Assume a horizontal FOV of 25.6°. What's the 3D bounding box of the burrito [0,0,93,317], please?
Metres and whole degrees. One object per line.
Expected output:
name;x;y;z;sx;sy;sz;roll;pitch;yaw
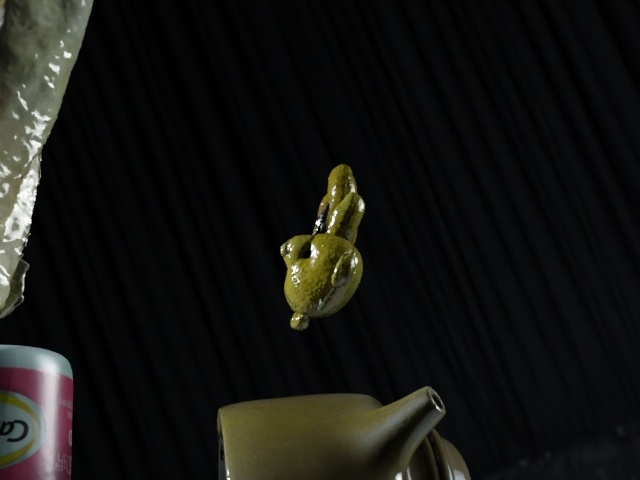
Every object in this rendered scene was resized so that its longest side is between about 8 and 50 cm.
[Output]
burrito;-0.278;-0.090;1.092;0.175;0.348;0.107;8;-12;24

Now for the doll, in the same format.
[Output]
doll;0.000;0.000;1.675;0.097;0.209;0.137;21;-47;-15

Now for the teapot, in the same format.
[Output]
teapot;0.028;0.194;0.845;0.175;0.185;0.268;-1;-55;-5

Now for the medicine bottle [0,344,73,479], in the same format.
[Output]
medicine bottle;-0.203;0.179;0.886;0.090;0.217;0.090;-2;-17;0
